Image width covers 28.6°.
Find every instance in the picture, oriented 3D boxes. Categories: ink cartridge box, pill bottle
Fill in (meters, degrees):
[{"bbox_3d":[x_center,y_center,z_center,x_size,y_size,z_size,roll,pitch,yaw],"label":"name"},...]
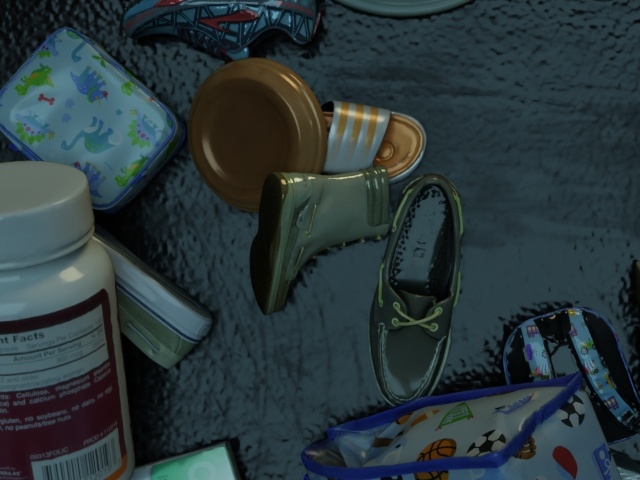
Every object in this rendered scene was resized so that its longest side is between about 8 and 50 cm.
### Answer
[{"bbox_3d":[-0.172,0.390,1.622,0.181,0.056,0.224,-17,86,5],"label":"ink cartridge box"},{"bbox_3d":[-0.349,0.119,1.493,0.224,0.224,0.392,-1,112,5],"label":"pill bottle"}]

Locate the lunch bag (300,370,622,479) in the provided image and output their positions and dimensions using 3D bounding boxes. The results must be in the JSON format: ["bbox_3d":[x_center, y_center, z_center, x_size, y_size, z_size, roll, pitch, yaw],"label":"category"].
[{"bbox_3d":[0.174,0.351,1.465,0.385,0.239,0.327,-20,96,44],"label":"lunch bag"}]

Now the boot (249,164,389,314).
[{"bbox_3d":[0.000,0.000,1.593,0.165,0.077,0.213,-8,130,-25],"label":"boot"}]

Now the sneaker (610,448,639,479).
[{"bbox_3d":[0.404,0.314,1.565,0.152,0.054,0.061,22,109,26],"label":"sneaker"}]

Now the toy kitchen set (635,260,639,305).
[{"bbox_3d":[0.483,0.137,1.555,0.166,0.122,0.207,-3,109,5],"label":"toy kitchen set"}]

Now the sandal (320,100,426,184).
[{"bbox_3d":[0.001,-0.130,1.604,0.265,0.076,0.102,9,90,5],"label":"sandal"}]

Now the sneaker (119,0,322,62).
[{"bbox_3d":[-0.129,-0.274,1.607,0.262,0.104,0.125,-8,97,11],"label":"sneaker"}]

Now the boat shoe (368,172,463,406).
[{"bbox_3d":[0.119,0.065,1.582,0.109,0.091,0.305,8,89,5],"label":"boat shoe"}]

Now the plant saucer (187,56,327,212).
[{"bbox_3d":[-0.087,-0.130,1.592,0.200,0.037,0.200,7,107,25],"label":"plant saucer"}]

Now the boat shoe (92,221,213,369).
[{"bbox_3d":[-0.280,0.049,1.613,0.302,0.109,0.094,37,94,2],"label":"boat shoe"}]

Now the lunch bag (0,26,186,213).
[{"bbox_3d":[-0.301,-0.152,1.625,0.219,0.090,0.176,41,91,5],"label":"lunch bag"}]

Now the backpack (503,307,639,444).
[{"bbox_3d":[0.303,0.171,1.551,0.158,0.117,0.173,-18,88,5],"label":"backpack"}]

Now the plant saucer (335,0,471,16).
[{"bbox_3d":[0.107,-0.490,1.593,0.400,0.100,0.400,0,88,5],"label":"plant saucer"}]
